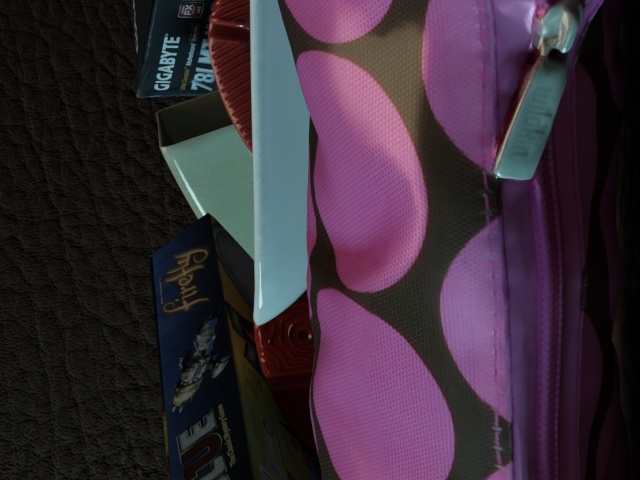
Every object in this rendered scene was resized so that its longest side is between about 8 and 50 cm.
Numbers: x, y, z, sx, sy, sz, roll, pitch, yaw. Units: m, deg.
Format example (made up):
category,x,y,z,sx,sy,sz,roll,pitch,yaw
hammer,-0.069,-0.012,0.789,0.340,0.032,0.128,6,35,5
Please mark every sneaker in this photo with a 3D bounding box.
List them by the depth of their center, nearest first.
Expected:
category,x,y,z,sx,sy,sz,roll,pitch,yaw
sneaker,0.017,-0.018,0.776,0.128,0.087,0.221,-45,-52,-72

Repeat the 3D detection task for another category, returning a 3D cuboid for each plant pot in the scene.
category,x,y,z,sx,sy,sz,roll,pitch,yaw
plant pot,-0.033,-0.042,1.078,0.109,0.109,0.096,-112,3,-73

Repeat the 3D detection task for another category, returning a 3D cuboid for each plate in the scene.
category,x,y,z,sx,sy,sz,roll,pitch,yaw
plate,0.005,-0.162,0.529,0.277,0.045,0.278,-88,1,-54

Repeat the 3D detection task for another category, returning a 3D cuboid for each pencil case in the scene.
category,x,y,z,sx,sy,sz,roll,pitch,yaw
pencil case,0.037,0.018,0.383,0.098,0.095,0.209,33,134,57

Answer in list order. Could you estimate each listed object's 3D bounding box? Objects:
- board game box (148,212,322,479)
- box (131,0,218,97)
category,x,y,z,sx,sy,sz,roll,pitch,yaw
board game box,-0.008,0.108,0.807,0.165,0.042,0.243,49,-168,-26
box,-0.084,-0.290,1.150,0.293,0.073,0.296,119,149,-63
